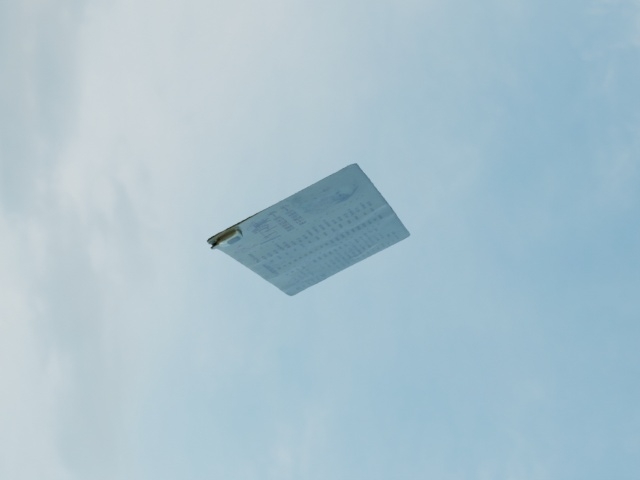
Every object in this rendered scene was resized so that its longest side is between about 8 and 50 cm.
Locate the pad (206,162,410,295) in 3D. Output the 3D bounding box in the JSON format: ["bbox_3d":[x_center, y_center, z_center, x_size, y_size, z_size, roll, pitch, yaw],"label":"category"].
[{"bbox_3d":[0.000,0.000,1.036,0.159,0.265,0.009,-28,-110,8],"label":"pad"}]
